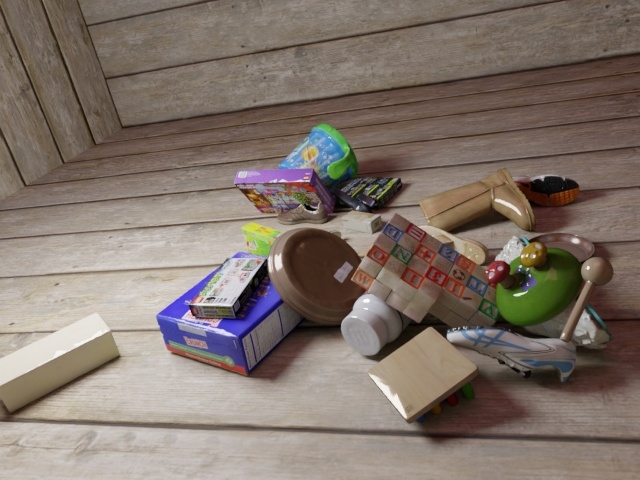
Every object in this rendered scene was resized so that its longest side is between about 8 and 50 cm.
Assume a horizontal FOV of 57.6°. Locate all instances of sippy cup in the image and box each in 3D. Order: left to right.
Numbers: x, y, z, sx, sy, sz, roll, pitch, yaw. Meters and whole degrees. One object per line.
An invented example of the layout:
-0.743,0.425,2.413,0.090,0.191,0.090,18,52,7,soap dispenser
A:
-0.021,-0.265,2.102,0.224,0.240,0.305,-39,-10,-19,sippy cup

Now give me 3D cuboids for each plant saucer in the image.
0.005,0.075,1.416,0.278,0.041,0.277,18,47,-20,plant saucer
0.596,0.031,1.463,0.169,0.029,0.168,-9,26,4,plant saucer

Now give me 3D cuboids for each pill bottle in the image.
0.148,0.154,1.306,0.121,0.121,0.221,9,33,37,pill bottle

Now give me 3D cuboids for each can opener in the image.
0.105,-0.129,1.940,0.186,0.059,0.073,28,71,40,can opener

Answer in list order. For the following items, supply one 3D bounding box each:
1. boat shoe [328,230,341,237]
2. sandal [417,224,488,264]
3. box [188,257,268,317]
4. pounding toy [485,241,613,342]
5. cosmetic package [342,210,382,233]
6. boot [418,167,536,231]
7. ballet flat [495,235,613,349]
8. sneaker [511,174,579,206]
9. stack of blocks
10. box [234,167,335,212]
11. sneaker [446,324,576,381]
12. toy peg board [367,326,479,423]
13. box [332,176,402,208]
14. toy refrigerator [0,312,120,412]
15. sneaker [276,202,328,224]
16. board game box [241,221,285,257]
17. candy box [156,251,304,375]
0.000,-0.002,1.766,0.133,0.048,0.042,-23,36,-12,boat shoe
0.315,0.022,1.538,0.240,0.088,0.079,15,31,35,sandal
-0.211,0.108,1.376,0.114,0.036,0.207,-1,29,20,box
0.409,0.068,1.113,0.183,0.110,0.237,-51,21,-6,pounding toy
0.131,-0.059,1.834,0.115,0.041,0.060,11,35,39,cosmetic package
0.448,-0.074,1.674,0.270,0.089,0.236,-23,48,6,boot
0.472,0.128,1.247,0.147,0.146,0.409,-11,23,2,ballet flat
0.642,-0.165,1.767,0.263,0.099,0.121,0,24,22,sneaker
0.238,0.089,1.254,0.297,0.087,0.171,32,45,6,stack of blocks
-0.119,-0.165,1.983,0.294,0.201,0.057,1,63,27,box
0.356,0.210,1.099,0.237,0.086,0.085,10,-10,13,sneaker
0.203,0.273,1.116,0.161,0.079,0.161,-34,29,-8,toy peg board
0.165,-0.170,2.042,0.184,0.045,0.191,7,31,31,box
-0.640,0.293,1.410,0.270,0.094,0.102,-28,37,-28,toy refrigerator
-0.064,-0.098,1.963,0.189,0.071,0.066,0,28,22,sneaker
-0.162,0.009,1.766,0.043,0.092,0.181,-31,32,-33,board game box
-0.192,0.166,1.432,0.268,0.122,0.317,9,32,34,candy box
